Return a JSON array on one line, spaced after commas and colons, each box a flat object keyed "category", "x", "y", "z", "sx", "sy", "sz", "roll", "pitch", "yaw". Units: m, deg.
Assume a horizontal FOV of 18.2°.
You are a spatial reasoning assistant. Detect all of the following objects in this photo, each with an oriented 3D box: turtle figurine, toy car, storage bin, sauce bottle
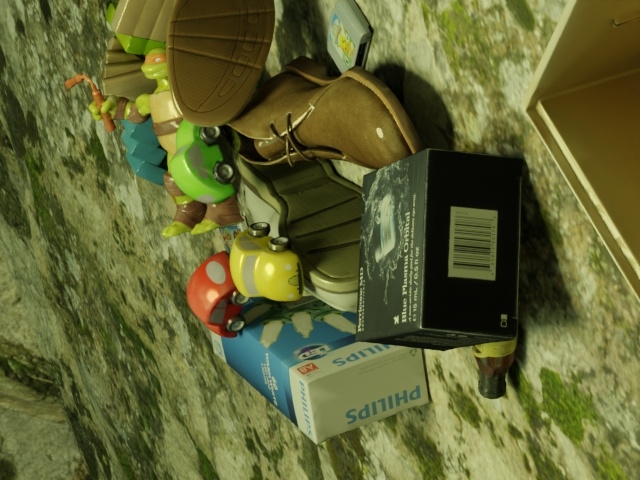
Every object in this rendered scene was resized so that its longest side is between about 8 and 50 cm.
[{"category": "turtle figurine", "x": -0.158, "y": -0.116, "z": 2.143, "sx": 0.269, "sy": 0.087, "sz": 0.217, "roll": -6, "pitch": 102, "yaw": 43}, {"category": "toy car", "x": -0.107, "y": -0.021, "z": 2.011, "sx": 0.239, "sy": 0.053, "sz": 0.225, "roll": -31, "pitch": 77, "yaw": 64}, {"category": "storage bin", "x": 0.269, "y": -0.072, "z": 1.260, "sx": 0.260, "sy": 0.123, "sz": 0.262, "roll": 62, "pitch": 157, "yaw": 23}, {"category": "sauce bottle", "x": 0.157, "y": 0.090, "z": 1.800, "sx": 0.042, "sy": 0.042, "sz": 0.128, "roll": 50, "pitch": 149, "yaw": 45}]

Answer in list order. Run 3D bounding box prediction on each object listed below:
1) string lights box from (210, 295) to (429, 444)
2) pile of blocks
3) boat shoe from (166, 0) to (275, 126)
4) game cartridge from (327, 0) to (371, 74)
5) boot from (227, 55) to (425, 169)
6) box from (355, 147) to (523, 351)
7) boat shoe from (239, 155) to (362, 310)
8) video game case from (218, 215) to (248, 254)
[{"category": "string lights box", "x": -0.007, "y": 0.114, "z": 2.108, "sx": 0.259, "sy": 0.133, "sz": 0.077, "roll": 34, "pitch": 137, "yaw": 58}, {"category": "pile of blocks", "x": -0.189, "y": -0.181, "z": 2.295, "sx": 0.112, "sy": 0.149, "sz": 0.362, "roll": -124, "pitch": 25, "yaw": -50}, {"category": "boat shoe", "x": -0.093, "y": -0.242, "z": 1.991, "sx": 0.089, "sy": 0.104, "sz": 0.285, "roll": 106, "pitch": 173, "yaw": -76}, {"category": "game cartridge", "x": 0.026, "y": -0.194, "z": 1.925, "sx": 0.083, "sy": 0.017, "sz": 0.056, "roll": 103, "pitch": 146, "yaw": -55}, {"category": "boot", "x": 0.002, "y": -0.100, "z": 1.904, "sx": 0.112, "sy": 0.115, "sz": 0.305, "roll": 65, "pitch": 163, "yaw": -19}, {"category": "box", "x": 0.101, "y": 0.011, "z": 1.733, "sx": 0.158, "sy": 0.093, "sz": 0.156, "roll": 160, "pitch": 115, "yaw": -70}, {"category": "boat shoe", "x": 0.000, "y": 0.000, "z": 2.042, "sx": 0.302, "sy": 0.113, "sz": 0.103, "roll": -122, "pitch": 20, "yaw": -58}, {"category": "video game case", "x": -0.092, "y": 0.030, "z": 2.425, "sx": 0.087, "sy": 0.011, "sz": 0.122, "roll": -2, "pitch": 106, "yaw": 69}]
